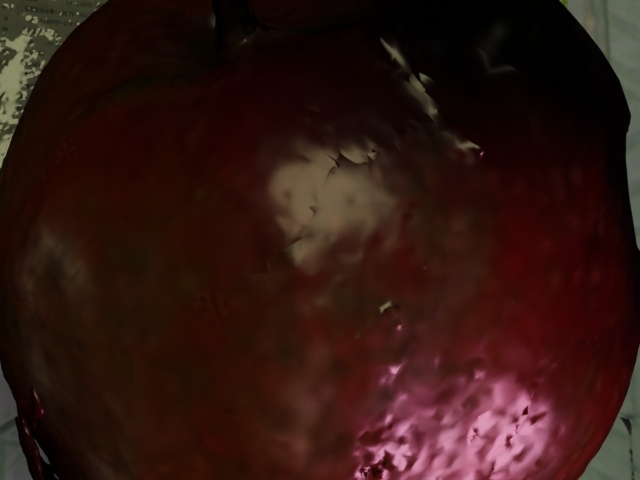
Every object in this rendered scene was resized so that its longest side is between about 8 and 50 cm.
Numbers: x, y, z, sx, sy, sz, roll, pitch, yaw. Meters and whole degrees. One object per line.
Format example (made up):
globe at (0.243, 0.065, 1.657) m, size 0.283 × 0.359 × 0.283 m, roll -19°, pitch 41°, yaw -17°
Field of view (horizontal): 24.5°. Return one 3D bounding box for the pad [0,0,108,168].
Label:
pad at (-0.208, -0.091, 0.767) m, size 0.265 × 0.009 × 0.159 m, roll 4°, pitch 75°, yaw -11°

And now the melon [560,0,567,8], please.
melon at (0.148, -0.176, 0.838) m, size 0.210 × 0.064 × 0.118 m, roll -19°, pitch 80°, yaw -18°

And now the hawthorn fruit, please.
hawthorn fruit at (0.006, 0.009, 0.647) m, size 0.316 × 0.316 × 0.315 m, roll 3°, pitch 76°, yaw -11°
